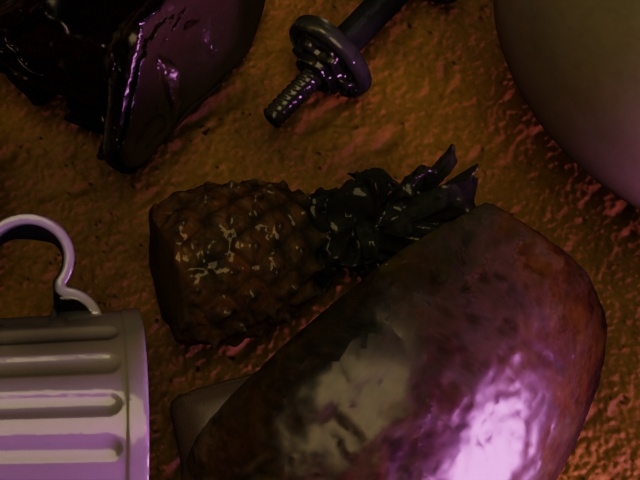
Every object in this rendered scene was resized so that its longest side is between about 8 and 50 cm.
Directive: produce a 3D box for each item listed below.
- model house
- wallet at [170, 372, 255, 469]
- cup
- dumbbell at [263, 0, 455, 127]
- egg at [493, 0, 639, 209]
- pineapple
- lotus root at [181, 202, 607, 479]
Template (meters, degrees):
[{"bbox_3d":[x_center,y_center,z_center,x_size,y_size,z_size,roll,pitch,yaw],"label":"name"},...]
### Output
[{"bbox_3d":[-0.160,-0.173,1.213,0.164,0.141,0.203,21,48,28],"label":"model house"},{"bbox_3d":[-0.040,0.172,1.124,0.118,0.039,0.152,-15,71,-5],"label":"wallet"},{"bbox_3d":[-0.220,0.108,1.062,0.202,0.167,0.221,0,61,-11],"label":"cup"},{"bbox_3d":[0.045,-0.182,1.229,0.082,0.081,0.254,40,75,11],"label":"dumbbell"},{"bbox_3d":[0.302,-0.136,1.117,0.336,0.278,0.278,42,74,9],"label":"egg"},{"bbox_3d":[0.000,0.001,1.150,0.248,0.128,0.128,-13,72,-13],"label":"pineapple"},{"bbox_3d":[0.071,0.118,1.067,0.210,0.142,0.314,39,63,9],"label":"lotus root"}]
